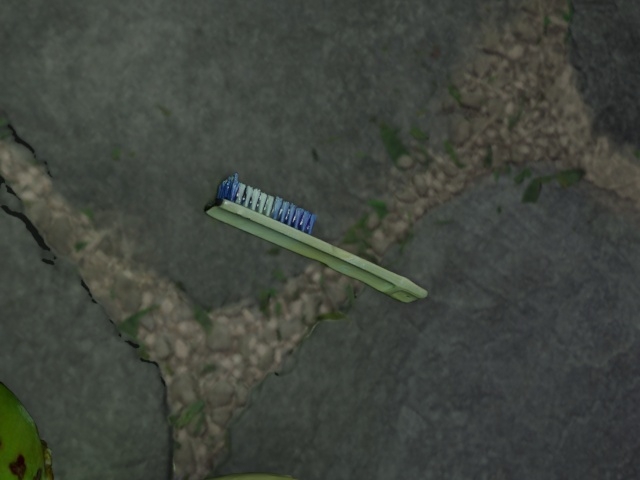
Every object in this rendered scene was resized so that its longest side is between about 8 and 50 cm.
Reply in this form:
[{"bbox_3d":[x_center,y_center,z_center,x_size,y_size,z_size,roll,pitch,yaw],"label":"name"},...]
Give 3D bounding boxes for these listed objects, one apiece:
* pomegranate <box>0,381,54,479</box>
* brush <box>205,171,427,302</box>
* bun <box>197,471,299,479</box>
[{"bbox_3d":[-0.232,0.150,1.019,0.169,0.122,0.143,-17,126,-34],"label":"pomegranate"},{"bbox_3d":[0.000,0.001,1.221,0.178,0.033,0.030,24,61,-29],"label":"brush"},{"bbox_3d":[-0.043,0.322,0.984,0.202,0.364,0.364,-22,99,-35],"label":"bun"}]
